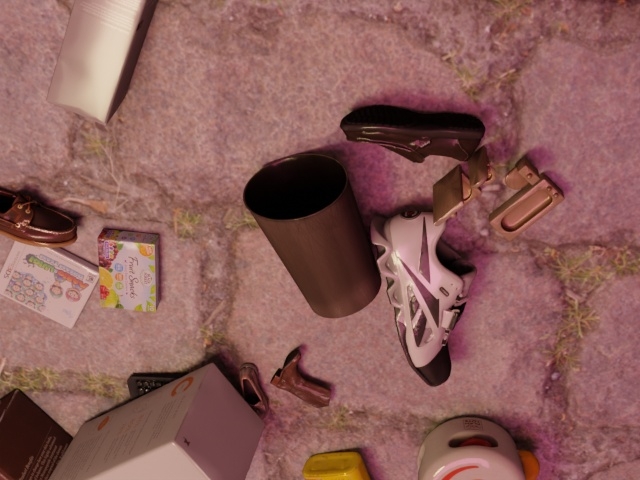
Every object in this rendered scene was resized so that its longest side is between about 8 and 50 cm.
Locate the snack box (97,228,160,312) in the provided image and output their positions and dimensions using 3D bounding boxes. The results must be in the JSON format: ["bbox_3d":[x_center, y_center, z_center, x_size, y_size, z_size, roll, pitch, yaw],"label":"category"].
[{"bbox_3d":[-0.330,0.053,1.676,0.100,0.037,0.141,5,121,2],"label":"snack box"}]

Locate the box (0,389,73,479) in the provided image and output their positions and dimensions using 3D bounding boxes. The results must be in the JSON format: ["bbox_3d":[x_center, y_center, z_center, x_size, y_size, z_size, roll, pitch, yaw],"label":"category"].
[{"bbox_3d":[-0.525,0.493,1.870,0.143,0.191,0.381,-31,112,22],"label":"box"}]

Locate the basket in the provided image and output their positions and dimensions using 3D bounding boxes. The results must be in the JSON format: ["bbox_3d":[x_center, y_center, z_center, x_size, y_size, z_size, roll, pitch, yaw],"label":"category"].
[{"bbox_3d":[0.000,0.000,1.540,0.154,0.204,0.227,-39,126,-19],"label":"basket"}]

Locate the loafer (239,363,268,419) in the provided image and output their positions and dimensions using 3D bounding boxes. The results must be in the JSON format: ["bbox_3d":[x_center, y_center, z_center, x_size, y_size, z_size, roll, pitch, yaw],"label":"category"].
[{"bbox_3d":[-0.127,0.287,1.790,0.045,0.039,0.125,-8,119,10],"label":"loafer"}]

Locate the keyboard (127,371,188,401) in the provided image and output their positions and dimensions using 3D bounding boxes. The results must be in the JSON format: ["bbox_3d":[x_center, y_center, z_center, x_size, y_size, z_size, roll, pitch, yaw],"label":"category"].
[{"bbox_3d":[-0.250,0.385,1.869,0.201,0.033,0.317,-3,121,8],"label":"keyboard"}]

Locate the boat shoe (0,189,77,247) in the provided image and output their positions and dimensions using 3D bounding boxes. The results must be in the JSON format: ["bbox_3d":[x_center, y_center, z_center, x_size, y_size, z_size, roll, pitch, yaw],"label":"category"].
[{"bbox_3d":[-0.508,-0.043,1.619,0.207,0.073,0.073,11,123,-1],"label":"boat shoe"}]

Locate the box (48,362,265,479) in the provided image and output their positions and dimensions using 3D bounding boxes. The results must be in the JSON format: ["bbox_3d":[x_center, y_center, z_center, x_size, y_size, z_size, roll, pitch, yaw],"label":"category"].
[{"bbox_3d":[-0.303,0.400,1.745,0.345,0.215,0.168,-28,111,27],"label":"box"}]

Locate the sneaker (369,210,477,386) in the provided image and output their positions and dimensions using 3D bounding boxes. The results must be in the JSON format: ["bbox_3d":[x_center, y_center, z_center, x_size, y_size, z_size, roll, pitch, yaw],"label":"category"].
[{"bbox_3d":[0.193,0.100,1.596,0.146,0.122,0.330,-11,119,15],"label":"sneaker"}]

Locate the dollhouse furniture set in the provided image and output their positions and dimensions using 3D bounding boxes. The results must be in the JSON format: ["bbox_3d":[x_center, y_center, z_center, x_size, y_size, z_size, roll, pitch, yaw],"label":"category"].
[{"bbox_3d":[0.277,-0.051,1.495,0.151,0.123,0.144,41,117,-17],"label":"dollhouse furniture set"}]

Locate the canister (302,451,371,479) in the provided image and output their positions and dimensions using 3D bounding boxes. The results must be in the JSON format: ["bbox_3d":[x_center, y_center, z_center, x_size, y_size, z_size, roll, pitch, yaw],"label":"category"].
[{"bbox_3d":[0.048,0.492,1.867,0.126,0.073,0.170,-10,117,24],"label":"canister"}]

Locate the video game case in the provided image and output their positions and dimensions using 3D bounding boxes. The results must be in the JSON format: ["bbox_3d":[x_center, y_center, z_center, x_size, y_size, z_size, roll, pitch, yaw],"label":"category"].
[{"bbox_3d":[-0.483,0.070,1.715,0.157,0.019,0.143,28,120,-10],"label":"video game case"}]

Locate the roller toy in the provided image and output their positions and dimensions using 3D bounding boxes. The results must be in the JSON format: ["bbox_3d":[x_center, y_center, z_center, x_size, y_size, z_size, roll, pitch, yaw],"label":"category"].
[{"bbox_3d":[0.274,0.425,1.765,0.209,0.146,0.191,-42,103,16],"label":"roller toy"}]

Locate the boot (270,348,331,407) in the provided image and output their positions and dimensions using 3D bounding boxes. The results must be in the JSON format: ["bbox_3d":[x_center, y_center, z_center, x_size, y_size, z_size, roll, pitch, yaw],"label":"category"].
[{"bbox_3d":[-0.020,0.254,1.760,0.114,0.037,0.106,30,132,-8],"label":"boot"}]

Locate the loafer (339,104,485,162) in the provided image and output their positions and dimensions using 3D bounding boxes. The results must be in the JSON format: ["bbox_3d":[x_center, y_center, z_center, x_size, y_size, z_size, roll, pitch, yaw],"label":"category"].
[{"bbox_3d":[0.137,-0.152,1.477,0.220,0.080,0.078,6,120,3],"label":"loafer"}]

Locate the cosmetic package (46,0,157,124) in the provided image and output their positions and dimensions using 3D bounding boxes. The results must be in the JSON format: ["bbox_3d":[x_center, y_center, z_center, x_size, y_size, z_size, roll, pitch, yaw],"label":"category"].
[{"bbox_3d":[-0.309,-0.304,1.413,0.107,0.127,0.238,20,122,-6],"label":"cosmetic package"}]
